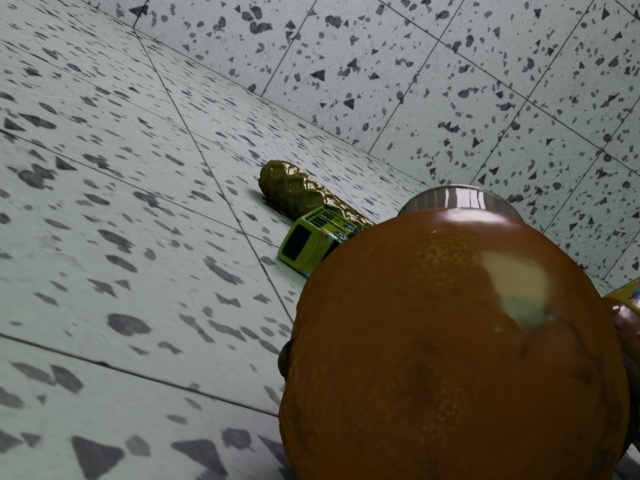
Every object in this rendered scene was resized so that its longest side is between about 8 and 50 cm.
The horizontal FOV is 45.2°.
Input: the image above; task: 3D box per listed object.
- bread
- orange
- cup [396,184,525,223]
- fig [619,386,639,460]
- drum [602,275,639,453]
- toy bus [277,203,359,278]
[{"bbox_3d":[-0.012,-0.064,1.474,0.269,0.087,0.098,38,16,19],"label":"bread"},{"bbox_3d":[0.108,0.123,0.667,0.312,0.312,0.312,30,14,-8],"label":"orange"},{"bbox_3d":[0.213,0.099,1.105,0.273,0.208,0.288,-76,146,-57],"label":"cup"},{"bbox_3d":[0.396,0.253,1.144,0.144,0.154,0.166,22,-30,35],"label":"fig"},{"bbox_3d":[0.593,0.233,1.156,0.431,0.214,0.431,60,-1,1],"label":"drum"},{"bbox_3d":[0.000,0.000,1.283,0.101,0.088,0.175,32,15,5],"label":"toy bus"}]
